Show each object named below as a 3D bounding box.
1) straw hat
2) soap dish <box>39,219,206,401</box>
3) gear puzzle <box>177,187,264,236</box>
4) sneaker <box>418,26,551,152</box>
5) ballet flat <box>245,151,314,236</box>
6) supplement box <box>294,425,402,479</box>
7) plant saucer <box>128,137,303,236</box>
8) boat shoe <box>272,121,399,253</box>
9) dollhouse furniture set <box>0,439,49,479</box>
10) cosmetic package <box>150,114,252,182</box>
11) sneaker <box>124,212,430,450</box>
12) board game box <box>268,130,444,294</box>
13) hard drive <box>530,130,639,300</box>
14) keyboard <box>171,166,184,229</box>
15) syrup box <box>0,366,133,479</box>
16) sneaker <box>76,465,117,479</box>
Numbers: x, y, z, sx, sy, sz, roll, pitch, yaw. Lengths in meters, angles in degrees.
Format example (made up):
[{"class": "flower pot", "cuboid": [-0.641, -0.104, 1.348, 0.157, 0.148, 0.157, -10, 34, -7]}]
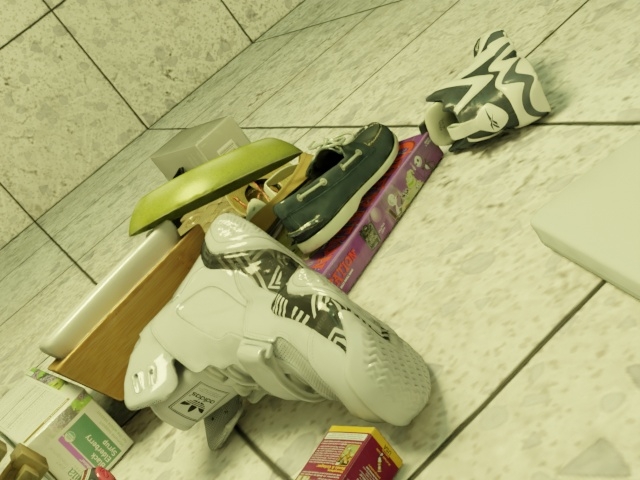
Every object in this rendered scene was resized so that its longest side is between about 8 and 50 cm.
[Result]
[{"class": "straw hat", "cuboid": [-0.090, -0.063, 1.348, 0.144, 0.145, 0.061, -57, -13, -42]}, {"class": "soap dish", "cuboid": [-0.242, 0.096, 1.099, 0.229, 0.118, 0.291, -49, 9, -19]}, {"class": "gear puzzle", "cuboid": [-0.188, 0.007, 1.405, 0.176, 0.044, 0.339, -10, 36, 36]}, {"class": "sneaker", "cuboid": [0.191, -0.189, 1.113, 0.153, 0.094, 0.235, -25, 32, 9]}, {"class": "ballet flat", "cuboid": [-0.065, -0.047, 1.251, 0.232, 0.073, 0.080, -48, -14, -36]}, {"class": "supplement box", "cuboid": [0.016, 0.187, 0.661, 0.055, 0.043, 0.083, -11, 32, 51]}, {"class": "plant saucer", "cuboid": [-0.137, -0.073, 1.078, 0.241, 0.037, 0.241, -25, 3, 1]}, {"class": "boat shoe", "cuboid": [0.019, -0.085, 1.071, 0.095, 0.079, 0.254, -24, 22, 46]}, {"class": "dollhouse furniture set", "cuboid": [-0.346, 0.270, 0.887, 0.144, 0.151, 0.123, -56, 22, -9]}, {"class": "cosmetic package", "cuboid": [-0.224, -0.156, 1.695, 0.107, 0.127, 0.238, -45, 23, -21]}, {"class": "sneaker", "cuboid": [-0.056, 0.121, 0.810, 0.210, 0.137, 0.366, -54, 35, -1]}, {"class": "board game box", "cuboid": [0.000, 0.000, 1.097, 0.208, 0.056, 0.346, -9, 34, 45]}, {"class": "hard drive", "cuboid": [0.309, -0.027, 0.640, 0.203, 0.040, 0.307, -38, 20, -1]}, {"class": "keyboard", "cuboid": [-0.261, -0.050, 1.610, 0.100, 0.038, 0.192, -52, 32, 24]}, {"class": "syrup box", "cuboid": [-0.330, 0.233, 1.068, 0.096, 0.093, 0.237, -47, 22, -25]}, {"class": "sneaker", "cuboid": [-0.306, 0.312, 0.772, 0.299, 0.112, 0.121, -41, 4, -8]}]
